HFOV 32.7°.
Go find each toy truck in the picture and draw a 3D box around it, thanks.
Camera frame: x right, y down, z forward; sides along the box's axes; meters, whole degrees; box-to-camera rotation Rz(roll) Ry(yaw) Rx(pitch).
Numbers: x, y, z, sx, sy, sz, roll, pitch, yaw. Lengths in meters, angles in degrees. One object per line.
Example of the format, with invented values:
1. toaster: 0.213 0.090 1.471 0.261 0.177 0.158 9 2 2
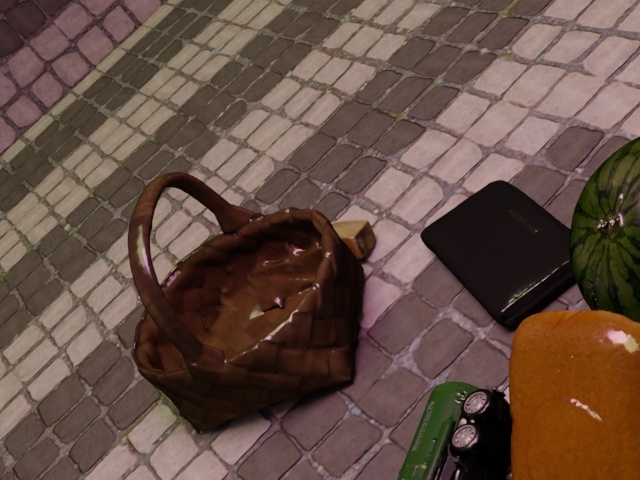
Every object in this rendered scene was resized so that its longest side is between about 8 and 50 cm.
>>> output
1. toy truck: 0.134 0.252 1.126 0.125 0.101 0.242 -15 37 41

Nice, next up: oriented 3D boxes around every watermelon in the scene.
1. watermelon: 0.367 0.002 1.065 0.242 0.242 0.242 -26 34 20

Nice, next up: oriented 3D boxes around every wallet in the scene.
1. wallet: 0.231 0.006 1.384 0.149 0.044 0.250 -35 32 0

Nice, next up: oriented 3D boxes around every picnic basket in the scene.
1. picnic basket: -0.138 0.053 1.444 0.337 0.337 0.293 -22 36 25

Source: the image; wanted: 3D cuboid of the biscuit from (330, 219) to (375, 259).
1. biscuit: 0.000 0.000 1.616 0.188 0.052 0.056 -1 32 44

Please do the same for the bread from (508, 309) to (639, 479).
1. bread: 0.252 0.182 0.980 0.174 0.121 0.246 1 93 42
